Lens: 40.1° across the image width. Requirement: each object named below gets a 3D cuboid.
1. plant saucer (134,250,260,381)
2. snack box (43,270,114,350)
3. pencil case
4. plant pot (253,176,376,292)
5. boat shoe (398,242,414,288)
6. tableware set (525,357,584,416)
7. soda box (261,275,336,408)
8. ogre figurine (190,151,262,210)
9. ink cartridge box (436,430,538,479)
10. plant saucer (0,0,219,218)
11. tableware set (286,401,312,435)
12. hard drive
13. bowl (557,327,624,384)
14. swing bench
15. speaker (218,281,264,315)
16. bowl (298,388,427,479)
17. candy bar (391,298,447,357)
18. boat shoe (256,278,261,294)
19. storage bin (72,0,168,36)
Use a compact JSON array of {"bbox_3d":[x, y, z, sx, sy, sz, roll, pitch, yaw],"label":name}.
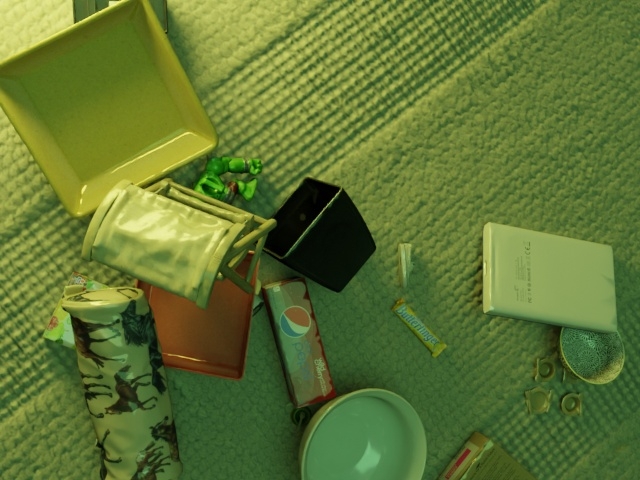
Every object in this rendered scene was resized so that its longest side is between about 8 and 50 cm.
[{"bbox_3d":[-0.252,0.134,1.772,0.259,0.047,0.259,8,91,14],"label":"plant saucer"},{"bbox_3d":[-0.481,0.146,1.764,0.100,0.037,0.141,25,86,-16],"label":"snack box"},{"bbox_3d":[-0.389,0.281,1.704,0.183,0.160,0.411,-5,102,23],"label":"pencil case"},{"bbox_3d":[0.000,0.000,1.820,0.167,0.188,0.187,44,81,-26],"label":"plant pot"},{"bbox_3d":[0.192,0.056,1.940,0.035,0.035,0.100,-2,87,-12],"label":"boat shoe"},{"bbox_3d":[0.558,0.342,2.057,0.168,0.020,0.141,4,92,-15],"label":"tableware set"},{"bbox_3d":[-0.047,0.212,1.847,0.092,0.083,0.263,-15,92,-12],"label":"soda box"},{"bbox_3d":[-0.203,-0.097,1.797,0.118,0.097,0.197,30,96,-26],"label":"ogre figurine"},{"bbox_3d":[0.361,0.583,1.982,0.193,0.088,0.235,43,83,-11],"label":"ink cartridge box"},{"bbox_3d":[-0.413,-0.259,1.695,0.332,0.081,0.333,-28,115,-4],"label":"plant saucer"},{"bbox_3d":[-0.004,0.404,1.910,0.104,0.024,0.154,-22,98,-13],"label":"tableware set"},{"bbox_3d":[0.519,0.087,1.988,0.318,0.040,0.210,10,68,-15],"label":"hard drive"},{"bbox_3d":[0.607,0.255,2.023,0.170,0.080,0.170,6,69,-16],"label":"bowl"},{"bbox_3d":[-0.253,-0.004,1.616,0.253,0.254,0.165,21,98,14],"label":"swing bench"},{"bbox_3d":[-0.181,0.099,1.807,0.136,0.055,0.055,43,81,11],"label":"speaker"},{"bbox_3d":[0.068,0.446,1.856,0.297,0.134,0.298,-3,96,-25],"label":"bowl"},{"bbox_3d":[0.218,0.195,1.961,0.040,0.018,0.161,-45,103,-9],"label":"candy bar"},{"bbox_3d":[-0.171,0.136,1.846,0.049,0.042,0.133,31,73,10],"label":"boat shoe"},{"bbox_3d":[-0.397,-0.447,1.733,0.180,0.084,0.122,-3,94,-15],"label":"storage bin"}]
